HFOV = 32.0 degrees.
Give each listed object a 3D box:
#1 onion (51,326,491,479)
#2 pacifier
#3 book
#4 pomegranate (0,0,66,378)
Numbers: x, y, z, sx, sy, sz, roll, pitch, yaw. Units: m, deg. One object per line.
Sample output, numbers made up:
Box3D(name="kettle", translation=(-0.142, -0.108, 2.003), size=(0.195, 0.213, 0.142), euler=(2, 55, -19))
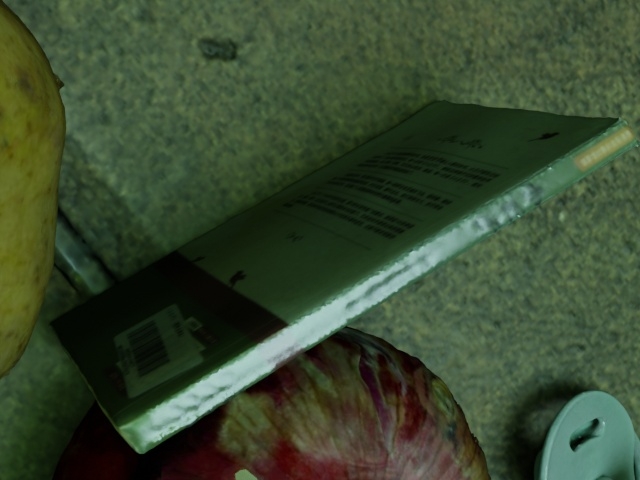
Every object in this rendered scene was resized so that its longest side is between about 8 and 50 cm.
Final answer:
Box3D(name="onion", translation=(-0.022, 0.157, 0.604), size=(0.246, 0.190, 0.246), euler=(2, 84, -22))
Box3D(name="pacifier", translation=(0.203, 0.171, 0.726), size=(0.126, 0.116, 0.150), euler=(-11, 94, -44))
Box3D(name="book", translation=(0.000, 0.000, 0.598), size=(0.289, 0.201, 0.026), euler=(-29, 108, -14))
Box3D(name="pomegranate", translation=(-0.250, -0.027, 0.470), size=(0.281, 0.281, 0.281), euler=(-1, 94, -19))
